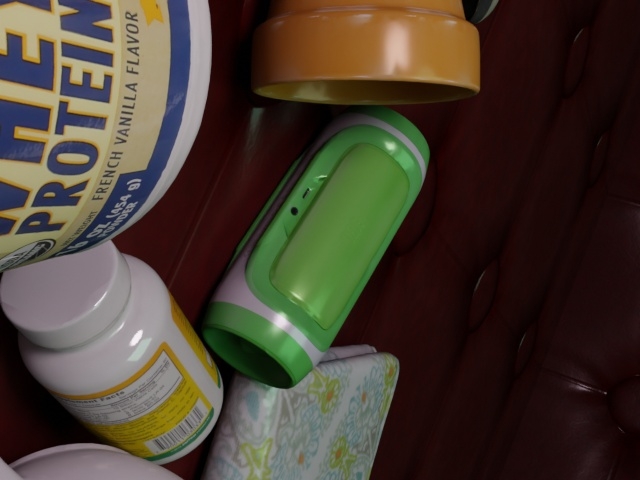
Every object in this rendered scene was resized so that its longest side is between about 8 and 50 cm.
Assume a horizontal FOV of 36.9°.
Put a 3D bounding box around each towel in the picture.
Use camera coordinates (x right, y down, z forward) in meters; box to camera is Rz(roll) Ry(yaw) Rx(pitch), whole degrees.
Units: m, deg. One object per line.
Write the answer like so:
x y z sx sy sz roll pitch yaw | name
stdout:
-0.036 0.287 1.157 0.374 0.090 0.321 5 100 -64 | towel

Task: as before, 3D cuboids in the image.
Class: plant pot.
0.041 -0.225 0.856 0.205 0.205 0.188 -4 96 -62 | plant pot

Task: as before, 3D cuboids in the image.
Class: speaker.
0.000 0.000 0.984 0.296 0.131 0.131 -58 151 -25 | speaker

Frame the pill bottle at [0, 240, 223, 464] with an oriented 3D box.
-0.158 0.082 0.736 0.118 0.117 0.208 -59 152 -24 | pill bottle

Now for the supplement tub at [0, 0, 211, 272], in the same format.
-0.217 -0.080 0.383 0.316 0.228 0.228 -20 125 -58 | supplement tub

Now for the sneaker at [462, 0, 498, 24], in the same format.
0.129 -0.300 1.020 0.118 0.083 0.222 -37 150 -17 | sneaker

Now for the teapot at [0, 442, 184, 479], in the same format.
-0.187 0.247 0.728 0.252 0.187 0.256 4 125 -33 | teapot
